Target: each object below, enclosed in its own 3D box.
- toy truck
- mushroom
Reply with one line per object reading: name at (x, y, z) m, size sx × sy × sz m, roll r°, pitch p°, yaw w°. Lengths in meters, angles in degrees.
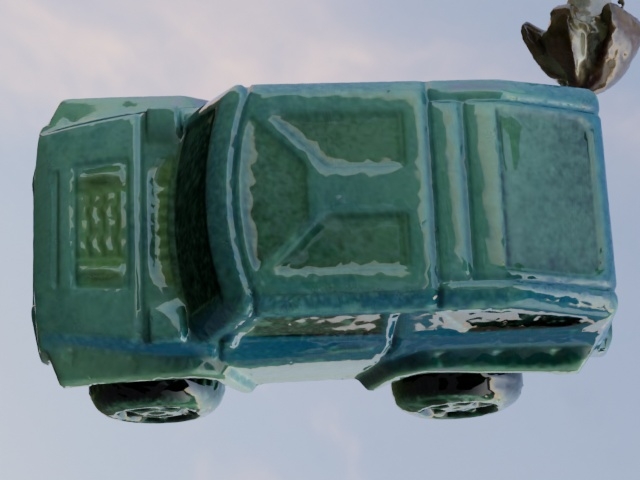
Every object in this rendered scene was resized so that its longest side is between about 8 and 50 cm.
toy truck at (0.000, 0.000, 0.842) m, size 0.156 × 0.279 × 0.155 m, roll 99°, pitch -10°, yaw -72°
mushroom at (0.160, -0.171, 0.960) m, size 0.060 × 0.061 × 0.187 m, roll 20°, pitch -78°, yaw 39°
